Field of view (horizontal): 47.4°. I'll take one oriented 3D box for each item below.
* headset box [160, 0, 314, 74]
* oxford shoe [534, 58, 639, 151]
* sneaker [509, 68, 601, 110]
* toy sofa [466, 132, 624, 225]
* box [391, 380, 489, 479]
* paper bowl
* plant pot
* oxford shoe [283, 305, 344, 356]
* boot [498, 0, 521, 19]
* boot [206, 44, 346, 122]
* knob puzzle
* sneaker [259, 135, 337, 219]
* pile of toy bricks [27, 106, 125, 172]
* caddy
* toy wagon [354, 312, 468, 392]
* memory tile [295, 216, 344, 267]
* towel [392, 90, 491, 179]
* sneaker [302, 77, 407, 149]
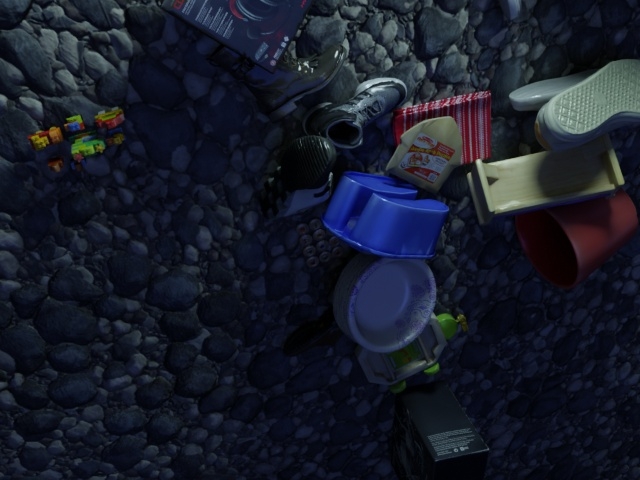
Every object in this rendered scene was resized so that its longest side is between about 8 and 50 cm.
[{"bbox_3d":[-0.175,-0.512,1.493,0.293,0.110,0.218,28,101,-17],"label":"headset box"},{"bbox_3d":[0.698,-0.334,1.810,0.449,0.169,0.130,-24,170,-25],"label":"oxford shoe"},{"bbox_3d":[0.630,-0.335,1.900,0.292,0.108,0.169,-14,120,-11],"label":"sneaker"},{"bbox_3d":[0.575,-0.149,1.895,0.362,0.150,0.177,-12,164,0],"label":"toy sofa"},{"bbox_3d":[0.364,0.683,2.301,0.179,0.312,0.343,-7,121,-13],"label":"box"},{"bbox_3d":[0.162,0.151,1.989,0.284,0.148,0.284,-10,110,-27],"label":"paper bowl"},{"bbox_3d":[0.723,-0.037,2.031,0.243,0.275,0.275,-27,125,-12],"label":"plant pot"},{"bbox_3d":[0.000,0.277,2.078,0.227,0.083,0.096,-30,126,1],"label":"oxford shoe"},{"bbox_3d":[0.452,-0.643,1.661,0.123,0.095,0.258,-22,123,4],"label":"boot"},{"bbox_3d":[-0.094,-0.415,1.633,0.263,0.091,0.229,-41,115,0],"label":"boot"},{"bbox_3d":[0.278,-0.233,1.856,0.213,0.030,0.213,-8,122,-13],"label":"knob puzzle"},{"bbox_3d":[-0.021,-0.154,1.736,0.146,0.122,0.330,-7,164,-29],"label":"sneaker"},{"bbox_3d":[-0.523,-0.208,1.602,0.212,0.105,0.118,-18,124,-7],"label":"pile of toy bricks"},{"bbox_3d":[0.159,-0.044,1.818,0.341,0.241,0.179,2,116,-46],"label":"caddy"},{"bbox_3d":[0.279,0.308,2.197,0.344,0.068,0.267,-27,125,-2],"label":"toy wagon"},{"bbox_3d":[0.000,0.000,1.953,0.113,0.012,0.148,-21,124,-6],"label":"memory tile"},{"bbox_3d":[0.316,-0.269,1.884,0.274,0.031,0.199,-14,124,-10],"label":"towel"},{"bbox_3d":[0.098,-0.292,1.724,0.268,0.153,0.101,-23,123,-3],"label":"sneaker"}]
